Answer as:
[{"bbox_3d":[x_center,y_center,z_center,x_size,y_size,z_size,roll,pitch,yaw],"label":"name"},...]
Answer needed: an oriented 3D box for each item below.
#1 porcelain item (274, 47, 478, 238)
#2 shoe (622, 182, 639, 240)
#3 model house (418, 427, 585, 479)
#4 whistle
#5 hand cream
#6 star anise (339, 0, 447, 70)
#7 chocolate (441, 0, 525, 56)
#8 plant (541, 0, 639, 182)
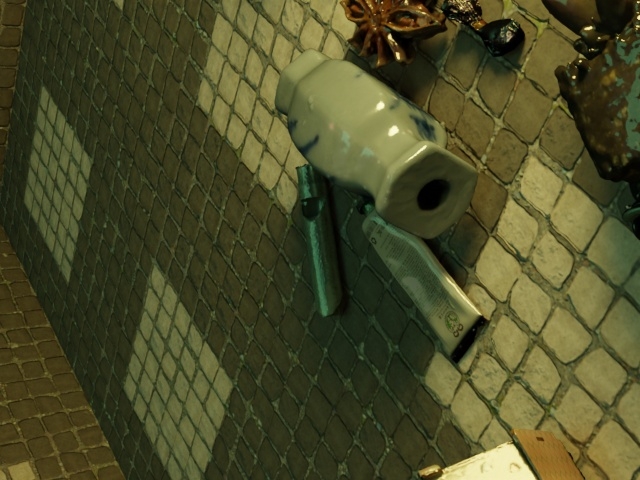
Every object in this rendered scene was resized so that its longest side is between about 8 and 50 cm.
[{"bbox_3d":[0.084,-0.179,1.604,0.178,0.242,0.405,-54,44,15],"label":"porcelain item"},{"bbox_3d":[0.438,-0.039,1.230,0.071,0.099,0.169,-48,56,49],"label":"shoe"},{"bbox_3d":[0.293,0.414,1.422,0.169,0.244,0.326,60,172,33],"label":"model house"},{"bbox_3d":[0.000,0.000,1.891,0.062,0.062,0.312,-13,84,55],"label":"whistle"},{"bbox_3d":[0.172,0.052,1.663,0.336,0.076,0.121,55,141,25],"label":"hand cream"},{"bbox_3d":[0.132,-0.403,1.625,0.214,0.099,0.220,-37,59,36],"label":"star anise"},{"bbox_3d":[0.256,-0.341,1.481,0.147,0.070,0.072,53,162,37],"label":"chocolate"},{"bbox_3d":[0.401,-0.242,1.176,0.194,0.181,0.321,-24,74,49],"label":"plant"}]
